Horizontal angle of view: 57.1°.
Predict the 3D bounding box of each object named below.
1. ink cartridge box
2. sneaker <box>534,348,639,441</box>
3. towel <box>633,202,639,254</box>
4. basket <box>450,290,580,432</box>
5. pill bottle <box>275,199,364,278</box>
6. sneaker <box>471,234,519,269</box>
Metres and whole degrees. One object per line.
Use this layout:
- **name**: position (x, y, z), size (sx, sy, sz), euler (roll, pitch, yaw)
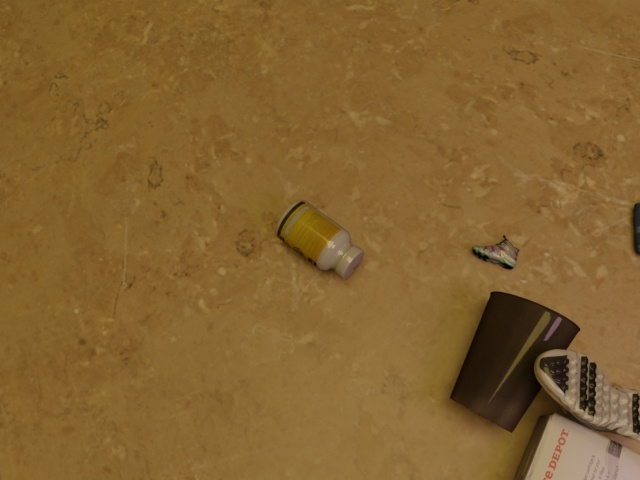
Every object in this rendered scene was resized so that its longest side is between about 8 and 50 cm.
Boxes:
- **ink cartridge box**: position (0.495, 0.459, 1.049), size (0.273, 0.114, 0.196), euler (25, 75, 13)
- **sneaker**: position (0.471, 0.285, 1.054), size (0.292, 0.118, 0.110), euler (33, 62, -23)
- **towel**: position (0.706, -0.023, 1.257), size (0.067, 0.029, 0.119), euler (6, 71, 7)
- **basket**: position (0.357, 0.233, 1.122), size (0.154, 0.204, 0.226), euler (31, 82, -17)
- **pill bottle**: position (0.000, 0.000, 1.274), size (0.184, 0.103, 0.103), euler (37, 77, 17)
- **sneaker**: position (0.381, 0.015, 1.271), size (0.098, 0.038, 0.069), euler (24, 72, 4)
